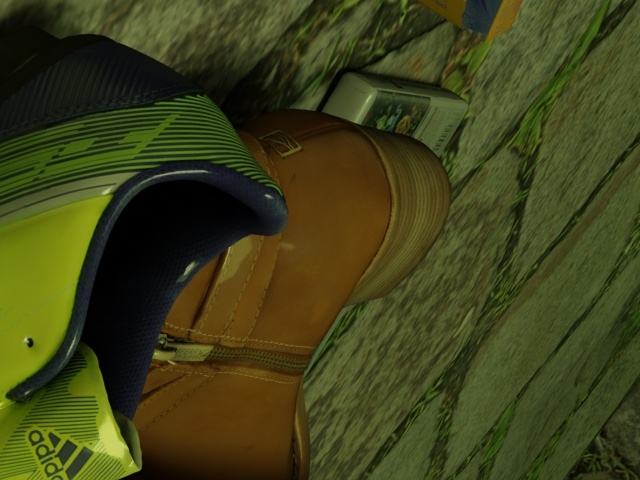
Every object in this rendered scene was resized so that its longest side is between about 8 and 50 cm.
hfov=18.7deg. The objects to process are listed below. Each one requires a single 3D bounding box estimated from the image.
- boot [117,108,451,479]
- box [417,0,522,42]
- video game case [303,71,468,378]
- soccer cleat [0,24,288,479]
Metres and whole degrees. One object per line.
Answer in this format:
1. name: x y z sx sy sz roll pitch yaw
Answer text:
1. boot: -0.072 0.066 0.805 0.283 0.109 0.220 -51 159 22
2. box: 0.064 -0.158 0.790 0.028 0.081 0.136 -36 154 -48
3. video game case: 0.000 0.000 1.022 0.190 0.022 0.173 -59 164 12
4. soccer cleat: -0.124 0.059 0.594 0.289 0.121 0.093 -51 164 -16
